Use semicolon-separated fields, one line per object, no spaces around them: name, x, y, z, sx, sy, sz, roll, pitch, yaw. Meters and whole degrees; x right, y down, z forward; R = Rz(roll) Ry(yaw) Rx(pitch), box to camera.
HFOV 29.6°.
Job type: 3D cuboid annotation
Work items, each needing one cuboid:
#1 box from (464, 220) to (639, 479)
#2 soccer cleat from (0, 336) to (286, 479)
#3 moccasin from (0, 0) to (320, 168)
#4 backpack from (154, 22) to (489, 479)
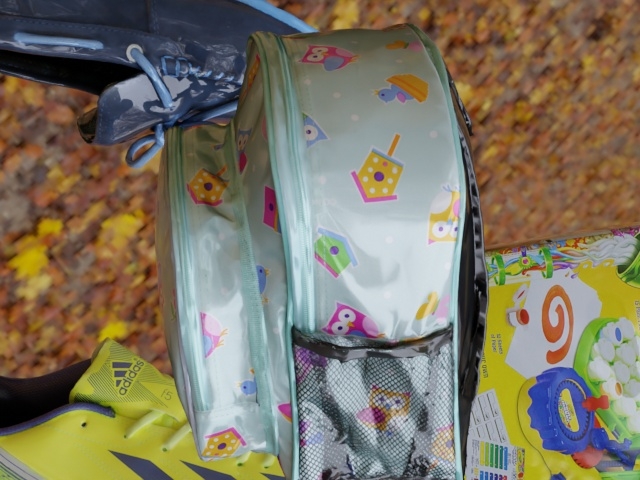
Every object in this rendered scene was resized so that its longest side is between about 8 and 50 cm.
box;0.184;0.143;0.981;0.279;0.290;0.177;-9;180;13
soccer cleat;-0.092;0.118;0.701;0.093;0.289;0.121;-66;157;-78
moccasin;-0.133;-0.109;0.782;0.138;0.342;0.116;146;-41;-68
backpack;0.000;0.000;0.532;0.144;0.166;0.188;3;119;-8
